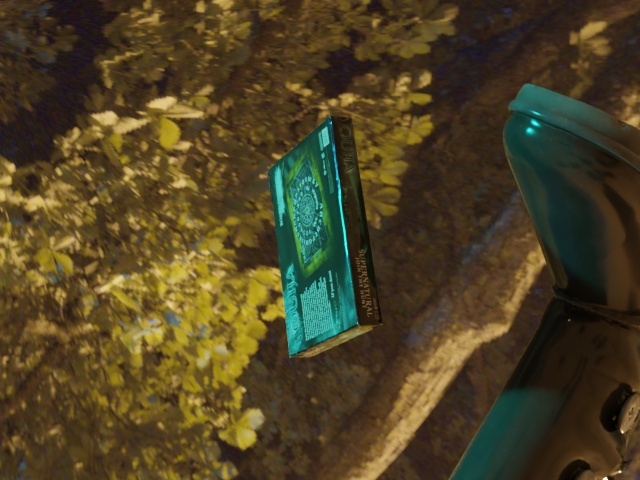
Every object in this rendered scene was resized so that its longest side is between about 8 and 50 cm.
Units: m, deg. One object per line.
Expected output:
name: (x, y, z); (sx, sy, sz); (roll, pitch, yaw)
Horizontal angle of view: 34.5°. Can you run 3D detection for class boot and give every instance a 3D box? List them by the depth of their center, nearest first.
boot: (0.185, 0.135, 0.925); (0.367, 0.146, 0.445); (34, -92, -39)

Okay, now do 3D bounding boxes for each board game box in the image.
board game box: (0.000, 0.000, 0.910); (0.026, 0.126, 0.186); (2, -109, -29)
